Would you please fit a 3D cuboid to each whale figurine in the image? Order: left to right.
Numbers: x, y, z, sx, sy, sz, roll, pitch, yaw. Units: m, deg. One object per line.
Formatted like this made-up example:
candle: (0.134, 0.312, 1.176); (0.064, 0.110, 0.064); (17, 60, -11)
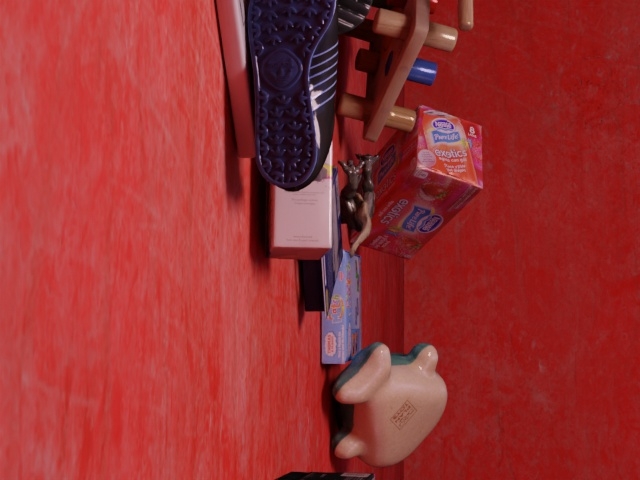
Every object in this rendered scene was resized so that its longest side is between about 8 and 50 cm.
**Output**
whale figurine: (0.079, 0.223, 1.864); (0.216, 0.141, 0.272); (-48, 146, -5)

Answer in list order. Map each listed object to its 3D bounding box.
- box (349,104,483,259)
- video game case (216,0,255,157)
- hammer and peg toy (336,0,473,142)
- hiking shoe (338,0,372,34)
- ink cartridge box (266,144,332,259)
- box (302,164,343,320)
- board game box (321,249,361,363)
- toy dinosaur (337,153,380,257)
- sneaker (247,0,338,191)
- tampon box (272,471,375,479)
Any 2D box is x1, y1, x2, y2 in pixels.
box: (0.155, -0.090, 2.068); (0.257, 0.122, 0.128); (131, -30, -52)
video game case: (-0.067, -0.202, 1.187); (0.173, 0.022, 0.190); (-78, 165, -56)
hammer and peg toy: (0.131, -0.348, 1.897); (0.361, 0.127, 0.266); (116, -16, -51)
hiking shoe: (-0.020, -0.353, 1.228); (0.132, 0.113, 0.304); (-149, -123, -67)
ink cartridge box: (-0.023, -0.076, 1.288); (0.104, 0.061, 0.181); (132, -41, -80)
box: (0.000, 0.000, 1.615); (0.225, 0.036, 0.137); (-76, 163, -70)
board game box: (0.033, 0.097, 1.850); (0.211, 0.039, 0.160); (25, 64, -82)
toy dinosaur: (0.052, -0.058, 1.768); (0.268, 0.064, 0.118); (-93, -175, -79)
sneaker: (-0.024, -0.161, 1.154); (0.090, 0.081, 0.232); (-13, 109, -85)
tampon box: (0.005, 0.340, 1.384); (0.120, 0.101, 0.161); (31, 59, -80)
